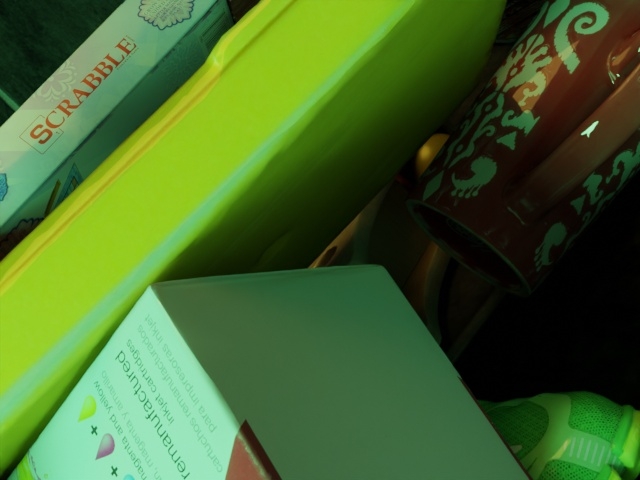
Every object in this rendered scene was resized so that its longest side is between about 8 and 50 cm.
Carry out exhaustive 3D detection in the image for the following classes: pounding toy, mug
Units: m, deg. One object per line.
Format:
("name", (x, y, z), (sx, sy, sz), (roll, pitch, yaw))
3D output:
("pounding toy", (0.000, 0.000, 0.728), (0.269, 0.155, 0.154), (-54, 18, -25))
("mug", (0.131, -0.066, 0.648), (0.169, 0.113, 0.150), (-51, -21, -7))

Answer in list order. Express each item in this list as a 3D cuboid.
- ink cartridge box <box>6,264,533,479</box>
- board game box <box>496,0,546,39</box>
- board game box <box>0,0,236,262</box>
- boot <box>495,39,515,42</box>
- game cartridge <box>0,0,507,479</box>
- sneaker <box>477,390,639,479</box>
("ink cartridge box", (-0.031, 0.114, 0.435), (0.127, 0.128, 0.176), (-5, -38, -49))
("board game box", (0.163, -0.240, 0.720), (0.232, 0.141, 0.291), (-28, -8, 37))
("board game box", (-0.178, -0.033, 0.996), (0.318, 0.066, 0.318), (-49, -20, -15))
("boot", (0.169, -0.292, 1.082), (0.223, 0.118, 0.338), (-45, 31, -10))
("game cartridge", (-0.039, -0.012, 0.525), (0.323, 0.053, 0.285), (-47, -8, -5))
("sneaker", (0.015, 0.108, 0.532), (0.295, 0.123, 0.109), (-16, 33, 51))
